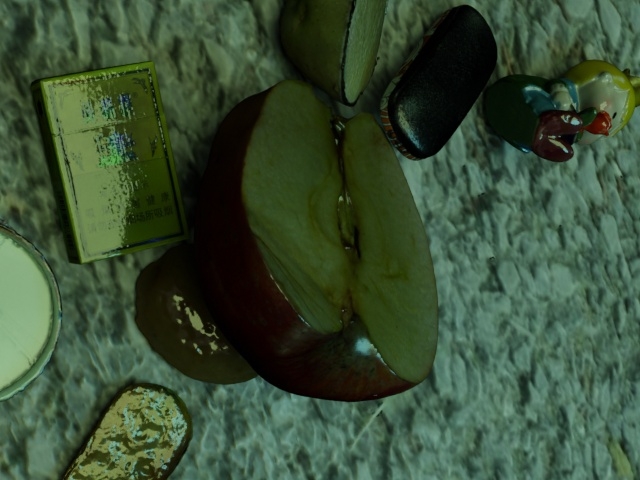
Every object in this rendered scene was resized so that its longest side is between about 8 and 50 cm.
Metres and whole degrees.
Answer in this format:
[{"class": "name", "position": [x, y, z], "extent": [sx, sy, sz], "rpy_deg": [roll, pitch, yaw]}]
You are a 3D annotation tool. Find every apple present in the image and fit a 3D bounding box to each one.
[{"class": "apple", "position": [0.000, 0.000, 1.461], "extent": [0.295, 0.328, 0.364], "rpy_deg": [-4, 68, -5]}]

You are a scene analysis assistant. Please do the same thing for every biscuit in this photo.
[{"class": "biscuit", "position": [-0.246, 0.286, 1.499], "extent": [0.118, 0.029, 0.247], "rpy_deg": [36, 78, -19]}]

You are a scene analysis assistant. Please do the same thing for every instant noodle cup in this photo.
[{"class": "instant noodle cup", "position": [-0.391, 0.070, 1.314], "extent": [0.243, 0.231, 0.242], "rpy_deg": [-1, 92, -27]}]

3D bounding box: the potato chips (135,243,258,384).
[{"class": "potato chips", "position": [-0.135, 0.094, 1.538], "extent": [0.201, 0.049, 0.150], "rpy_deg": [46, 68, -13]}]

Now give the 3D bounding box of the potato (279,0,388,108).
[{"class": "potato", "position": [0.009, -0.273, 1.556], "extent": [0.117, 0.182, 0.202], "rpy_deg": [12, 90, 11]}]

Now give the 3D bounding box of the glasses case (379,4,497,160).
[{"class": "glasses case", "position": [0.157, -0.209, 1.622], "extent": [0.103, 0.067, 0.266], "rpy_deg": [53, 49, -20]}]

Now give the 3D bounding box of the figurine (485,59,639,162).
[{"class": "figurine", "position": [0.360, -0.177, 1.698], "extent": [0.234, 0.185, 0.127], "rpy_deg": [2, 110, -23]}]

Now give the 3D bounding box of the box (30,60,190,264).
[{"class": "box", "position": [-0.248, -0.094, 1.470], "extent": [0.141, 0.064, 0.220], "rpy_deg": [-15, 99, -24]}]
